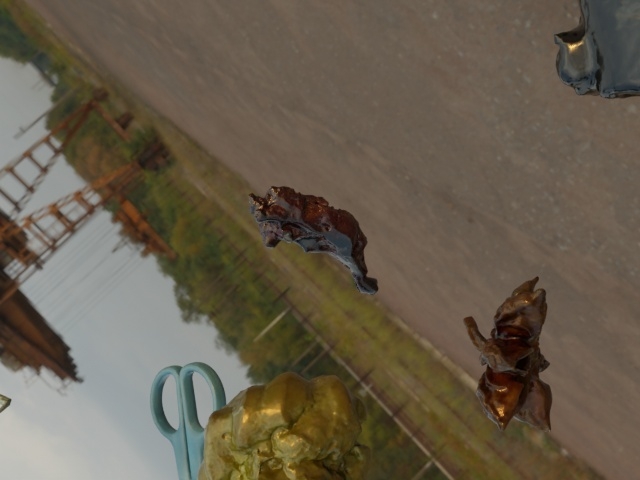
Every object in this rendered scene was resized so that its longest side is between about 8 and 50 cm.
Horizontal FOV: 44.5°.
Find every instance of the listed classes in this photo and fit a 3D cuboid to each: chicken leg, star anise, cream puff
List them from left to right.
[{"bbox_3d":[-0.041,0.256,0.897,0.195,0.221,0.195,48,-162,-21],"label":"cream puff"},{"bbox_3d":[0.002,-0.005,0.948,0.219,0.089,0.048,26,-149,-30],"label":"chicken leg"},{"bbox_3d":[0.248,0.149,1.007,0.212,0.111,0.196,60,-157,-72],"label":"star anise"}]

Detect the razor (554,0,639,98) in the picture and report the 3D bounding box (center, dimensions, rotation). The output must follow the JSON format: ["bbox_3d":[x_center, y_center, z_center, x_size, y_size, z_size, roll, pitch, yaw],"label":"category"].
[{"bbox_3d":[0.268,-0.276,0.618,0.189,0.107,0.327,4,105,52],"label":"razor"}]

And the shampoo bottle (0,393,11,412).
[{"bbox_3d":[-0.459,0.157,0.953,0.195,0.056,0.056,23,171,8],"label":"shampoo bottle"}]

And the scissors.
[{"bbox_3d":[-0.201,0.427,1.286,0.029,0.192,0.447,0,-102,-46],"label":"scissors"}]
